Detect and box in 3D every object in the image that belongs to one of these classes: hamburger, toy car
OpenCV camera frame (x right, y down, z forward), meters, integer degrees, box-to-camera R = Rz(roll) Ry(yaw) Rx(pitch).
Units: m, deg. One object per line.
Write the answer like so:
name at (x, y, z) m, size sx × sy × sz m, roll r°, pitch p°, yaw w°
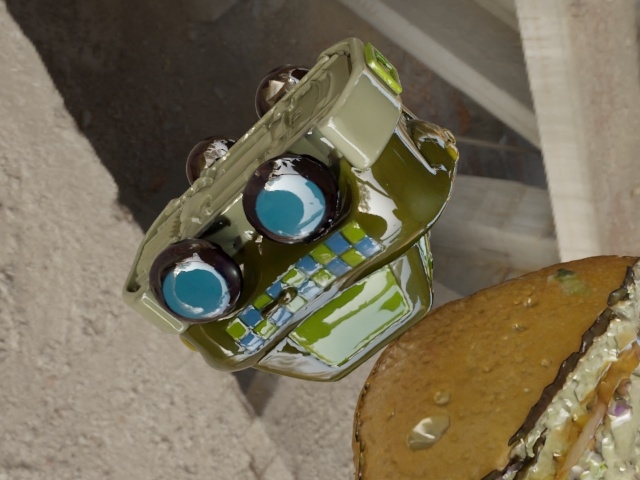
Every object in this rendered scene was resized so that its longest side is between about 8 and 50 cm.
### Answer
hamburger at (0.193, 0.217, 0.956) m, size 0.445 × 0.287 × 0.268 m, roll -48°, pitch 126°, yaw -20°
toy car at (0.000, 0.000, 0.613) m, size 0.198 × 0.248 × 0.204 m, roll 41°, pitch 21°, yaw -20°
